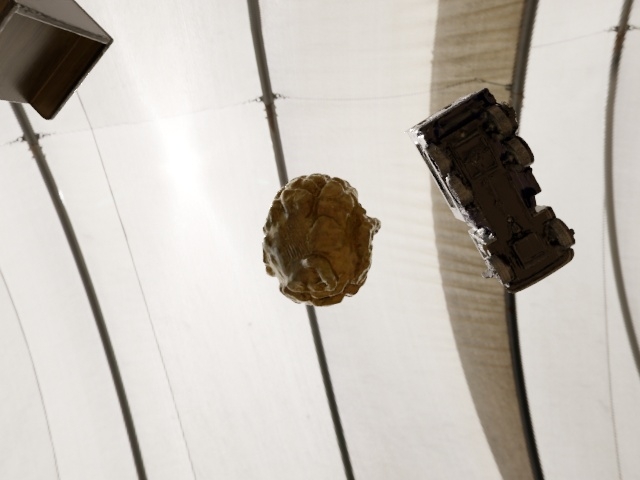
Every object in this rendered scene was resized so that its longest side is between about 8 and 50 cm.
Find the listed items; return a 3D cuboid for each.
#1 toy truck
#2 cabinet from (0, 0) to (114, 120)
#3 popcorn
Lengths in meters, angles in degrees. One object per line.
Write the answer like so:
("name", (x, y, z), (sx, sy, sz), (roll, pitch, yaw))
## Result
("toy truck", (0.238, -0.070, 0.838), (0.124, 0.155, 0.268), (-31, -80, 2))
("cabinet", (-0.393, -0.259, 0.656), (0.215, 0.175, 0.148), (46, -76, 4))
("popcorn", (0.000, 0.000, 1.059), (0.190, 0.250, 0.250), (-26, -44, -40))
